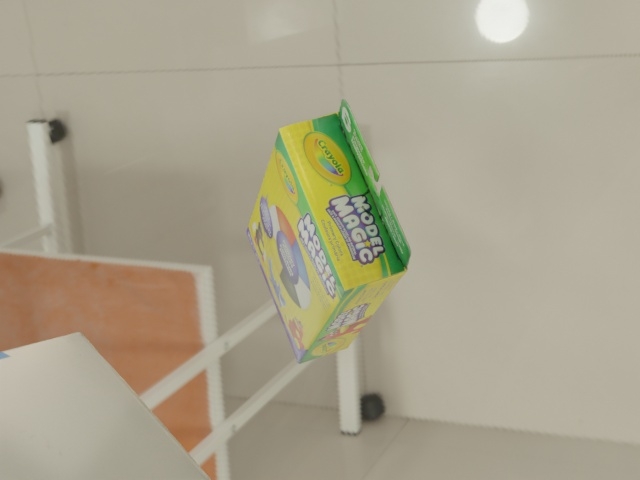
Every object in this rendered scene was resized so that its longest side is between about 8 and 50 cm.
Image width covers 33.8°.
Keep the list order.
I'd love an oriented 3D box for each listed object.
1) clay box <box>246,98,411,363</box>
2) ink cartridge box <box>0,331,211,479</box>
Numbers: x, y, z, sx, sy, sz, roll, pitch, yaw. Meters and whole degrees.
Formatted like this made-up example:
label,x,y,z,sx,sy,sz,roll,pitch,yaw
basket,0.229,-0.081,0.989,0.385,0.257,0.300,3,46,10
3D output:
label,x,y,z,sx,sy,sz,roll,pitch,yaw
clay box,0.000,0.000,0.784,0.222,0.053,0.127,114,136,-66
ink cartridge box,-0.235,0.218,0.777,0.168,0.171,0.232,44,117,20
